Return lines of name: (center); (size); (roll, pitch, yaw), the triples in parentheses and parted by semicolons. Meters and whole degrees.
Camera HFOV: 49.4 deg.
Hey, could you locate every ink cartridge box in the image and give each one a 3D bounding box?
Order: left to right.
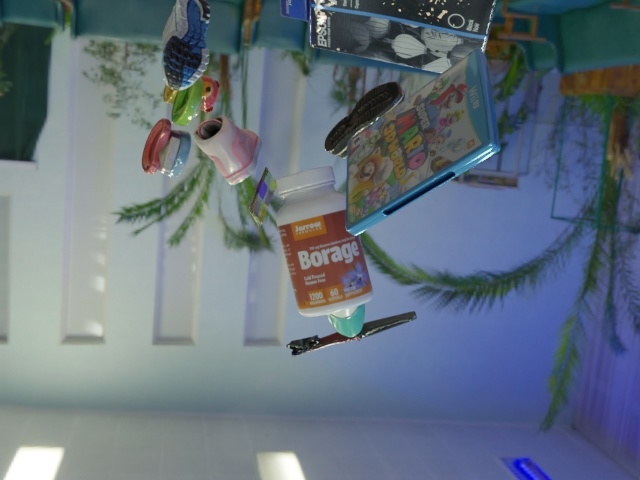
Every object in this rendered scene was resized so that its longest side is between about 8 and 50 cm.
ink cartridge box: (0.085, -0.343, 1.016); (0.332, 0.065, 0.165); (14, 149, 11)

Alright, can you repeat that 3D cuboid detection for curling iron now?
curling iron: (0.065, 0.190, 1.406); (0.273, 0.035, 0.068); (-13, 174, -6)

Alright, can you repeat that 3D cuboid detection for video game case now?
video game case: (0.086, -0.088, 0.637); (0.015, 0.119, 0.166); (31, 135, -32)

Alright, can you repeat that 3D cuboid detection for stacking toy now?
stacking toy: (-0.339, -0.296, 1.805); (0.130, 0.309, 0.279); (18, -173, -29)

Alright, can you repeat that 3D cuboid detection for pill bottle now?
pill bottle: (0.000, 0.000, 1.076); (0.121, 0.216, 0.121); (-15, -178, 0)

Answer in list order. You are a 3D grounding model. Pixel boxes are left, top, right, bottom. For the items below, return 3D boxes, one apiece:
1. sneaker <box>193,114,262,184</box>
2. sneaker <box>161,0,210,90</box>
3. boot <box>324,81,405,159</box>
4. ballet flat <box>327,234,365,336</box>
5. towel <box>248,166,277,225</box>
sneaker: (-0.105, -0.116, 0.790); (0.051, 0.070, 0.134); (-34, -157, 10)
sneaker: (-0.222, -0.305, 1.110); (0.071, 0.191, 0.083); (23, 145, -28)
boot: (0.121, -0.214, 1.355); (0.137, 0.077, 0.198); (25, 139, -32)
ballet flat: (0.036, 0.069, 1.304); (0.083, 0.248, 0.087); (-2, -172, 12)
towel: (-0.092, -0.069, 1.121); (0.009, 0.083, 0.060); (13, 159, 20)
